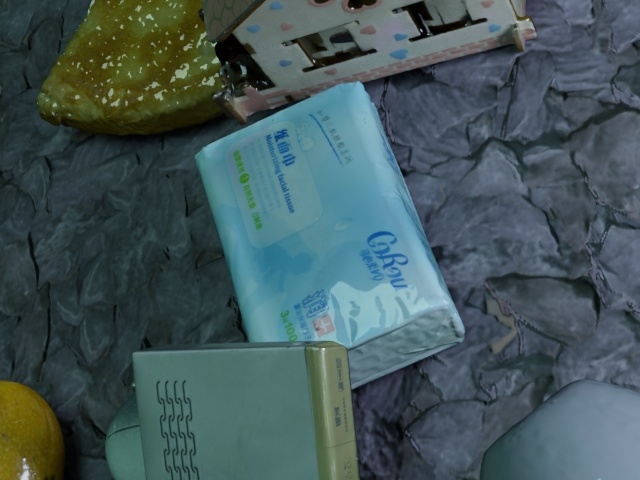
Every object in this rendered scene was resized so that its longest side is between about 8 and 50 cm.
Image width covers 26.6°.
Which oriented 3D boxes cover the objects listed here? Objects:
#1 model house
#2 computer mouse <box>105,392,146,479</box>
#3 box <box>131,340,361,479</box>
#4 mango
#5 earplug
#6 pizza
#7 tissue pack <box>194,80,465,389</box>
[{"bbox_3d":[0.014,-0.252,1.182,0.326,0.244,0.169,-13,68,16],"label":"model house"},{"bbox_3d":[-0.109,0.170,1.200,0.229,0.068,0.113,-11,64,29],"label":"computer mouse"},{"bbox_3d":[-0.058,0.216,1.095,0.211,0.045,0.270,-6,92,32],"label":"box"},{"bbox_3d":[-0.317,0.257,1.268,0.157,0.109,0.262,-10,64,25],"label":"mango"},{"bbox_3d":[0.247,0.199,0.866,0.326,0.214,0.175,15,118,42],"label":"earplug"},{"bbox_3d":[-0.150,-0.244,1.425,0.280,0.075,0.287,4,72,29],"label":"pizza"},{"bbox_3d":[0.000,0.000,1.188,0.177,0.089,0.263,-25,56,9],"label":"tissue pack"}]
